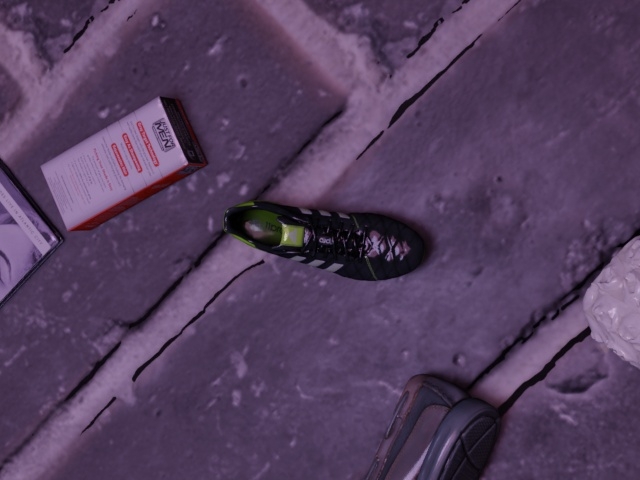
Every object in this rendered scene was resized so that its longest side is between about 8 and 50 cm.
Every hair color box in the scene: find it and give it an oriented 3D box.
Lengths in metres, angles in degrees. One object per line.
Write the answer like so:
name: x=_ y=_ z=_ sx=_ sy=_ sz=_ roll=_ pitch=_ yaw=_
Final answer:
hair color box: x=-0.183 y=-0.070 z=1.257 sx=0.141 sy=0.043 sz=0.072 roll=-27 pitch=82 yaw=20

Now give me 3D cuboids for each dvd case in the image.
dvd case: x=-0.375 y=0.013 z=1.345 sx=0.221 sy=0.018 sz=0.164 roll=-44 pitch=76 yaw=16

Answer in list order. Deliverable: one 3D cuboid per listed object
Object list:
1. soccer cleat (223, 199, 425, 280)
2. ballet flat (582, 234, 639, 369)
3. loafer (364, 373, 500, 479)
soccer cleat: x=0.000 y=0.000 z=1.172 sx=0.179 sy=0.072 sz=0.060 roll=10 pitch=95 yaw=20
ballet flat: x=0.389 y=0.080 z=0.996 sx=0.409 sy=0.147 sz=0.147 roll=16 pitch=97 yaw=21
loafer: x=0.058 y=0.240 z=1.158 sx=0.084 sy=0.096 sz=0.267 roll=33 pitch=96 yaw=37
